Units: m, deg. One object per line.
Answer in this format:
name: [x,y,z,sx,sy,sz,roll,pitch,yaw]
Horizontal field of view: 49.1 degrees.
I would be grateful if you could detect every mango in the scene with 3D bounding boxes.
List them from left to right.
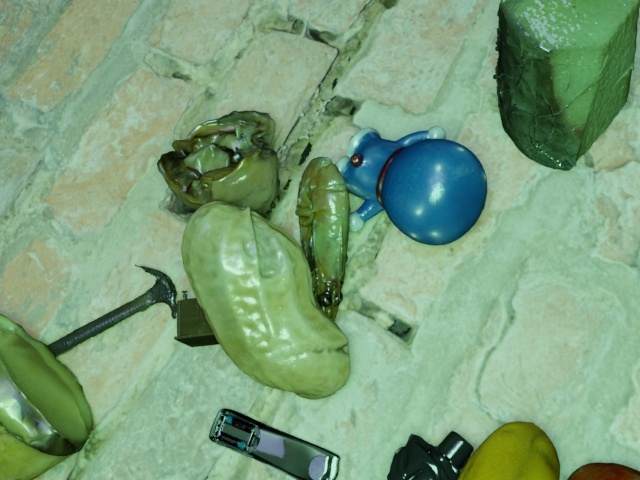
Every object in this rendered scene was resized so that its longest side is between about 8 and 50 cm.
mango: [0.212,0.399,0.876,0.144,0.187,0.360,3,68,39]

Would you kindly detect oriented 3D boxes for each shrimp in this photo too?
shrimp: [0.001,0.000,1.125,0.061,0.145,0.267,-8,89,-32]

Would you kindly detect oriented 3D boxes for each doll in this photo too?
doll: [0.139,-0.086,1.108,0.256,0.161,0.215,31,93,39]

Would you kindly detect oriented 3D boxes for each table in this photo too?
table: [-0.185,0.124,1.141,0.083,0.070,0.082,-9,68,12]

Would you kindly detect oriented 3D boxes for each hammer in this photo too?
hammer: [-0.382,0.146,1.208,0.297,0.027,0.125,-30,66,2]

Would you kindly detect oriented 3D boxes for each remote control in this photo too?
remote control: [-0.072,0.315,1.063,0.212,0.028,0.059,16,74,20]

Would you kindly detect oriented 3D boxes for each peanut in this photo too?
peanut: [-0.089,0.094,1.058,0.174,0.158,0.340,-24,93,-24]

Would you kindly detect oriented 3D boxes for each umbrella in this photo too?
umbrella: [0.111,0.376,0.958,0.122,0.110,0.272,40,79,24]

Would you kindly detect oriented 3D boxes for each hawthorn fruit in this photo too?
hawthorn fruit: [0.369,0.346,0.880,0.132,0.138,0.133,-3,69,9]

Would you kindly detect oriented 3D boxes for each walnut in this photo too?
walnut: [-0.160,-0.112,1.181,0.203,0.141,0.238,-16,32,4]

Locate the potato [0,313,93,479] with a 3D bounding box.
potato: [-0.519,0.272,1.101,0.285,0.242,0.242,44,85,-1]

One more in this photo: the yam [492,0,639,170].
yam: [0.356,-0.273,1.048,0.201,0.271,0.202,38,79,23]
